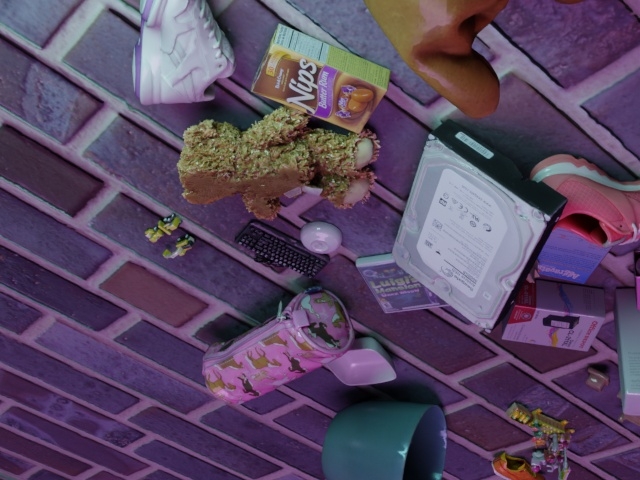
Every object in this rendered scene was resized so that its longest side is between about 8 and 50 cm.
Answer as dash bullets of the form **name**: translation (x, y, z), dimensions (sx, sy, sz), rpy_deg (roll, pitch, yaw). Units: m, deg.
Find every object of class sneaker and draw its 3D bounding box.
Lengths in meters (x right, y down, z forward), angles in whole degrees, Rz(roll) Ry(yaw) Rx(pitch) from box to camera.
- **sneaker**: translation (0.534, 0.613, 2.286), dimensions (0.175, 0.064, 0.067), rpy_deg (26, 130, -23)
- **sneaker**: translation (0.490, -0.033, 1.409), dimensions (0.314, 0.136, 0.116), rpy_deg (12, 143, -3)
- **sneaker**: translation (-0.189, -0.313, 1.254), dimensions (0.152, 0.114, 0.305), rpy_deg (4, 148, -14)

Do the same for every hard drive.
- **hard drive**: translation (0.250, -0.013, 1.456), dimensions (0.237, 0.064, 0.339), rpy_deg (39, 148, 19)

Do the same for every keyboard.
- **keyboard**: translation (-0.082, 0.027, 1.710), dimensions (0.180, 0.023, 0.108), rpy_deg (27, 139, -19)

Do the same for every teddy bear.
- **teddy bear**: translation (-0.065, -0.134, 1.453), dimensions (0.338, 0.113, 0.245), rpy_deg (-8, 147, 10)

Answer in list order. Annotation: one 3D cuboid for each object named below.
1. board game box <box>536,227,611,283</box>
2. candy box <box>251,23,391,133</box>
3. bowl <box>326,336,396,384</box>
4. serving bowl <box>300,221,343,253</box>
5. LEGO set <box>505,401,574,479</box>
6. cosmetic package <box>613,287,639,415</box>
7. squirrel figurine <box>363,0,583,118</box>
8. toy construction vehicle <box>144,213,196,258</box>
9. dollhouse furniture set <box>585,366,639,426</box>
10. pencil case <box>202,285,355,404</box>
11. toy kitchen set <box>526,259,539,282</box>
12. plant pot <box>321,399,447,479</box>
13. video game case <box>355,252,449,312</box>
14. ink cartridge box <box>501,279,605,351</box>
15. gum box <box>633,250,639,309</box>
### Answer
- **board game box**: translation (0.373, 0.001, 1.568), dimensions (0.281, 0.027, 0.145), rpy_deg (13, 141, -4)
- **candy box**: translation (0.000, -0.244, 1.322), dimensions (0.187, 0.053, 0.109), rpy_deg (21, 142, -11)
- **bowl**: translation (0.092, 0.266, 1.950), dimensions (0.142, 0.053, 0.142), rpy_deg (-11, 138, 27)
- **serving bowl**: translation (0.000, 0.000, 1.652), dimensions (0.083, 0.027, 0.083), rpy_deg (7, 143, 5)
- **LEGO set**: translation (0.546, 0.500, 2.099), dimensions (0.132, 0.107, 0.287), rpy_deg (-10, 138, 24)
- **cosmetic package**: translation (0.612, 0.203, 1.603), dimensions (0.117, 0.231, 0.085), rpy_deg (0, 141, 14)
- **squirrel figurine**: translation (0.178, -0.403, 0.912), dimensions (0.397, 0.281, 0.370), rpy_deg (32, 131, -29)
- **toy construction vehicle**: translation (-0.297, -0.003, 1.710), dimensions (0.098, 0.035, 0.086), rpy_deg (-20, 133, 33)
- **dollhouse furniture set**: translation (0.794, 0.364, 1.927), dimensions (0.355, 0.174, 0.303), rpy_deg (26, 164, 28)
- **pencil case**: translation (-0.102, 0.236, 1.873), dimensions (0.167, 0.160, 0.386), rpy_deg (52, 133, -4)
- **toy kitchen set**: translation (0.347, 0.050, 1.558), dimensions (0.075, 0.068, 0.083), rpy_deg (-15, 136, 29)
- **plant pot**: translation (0.144, 0.520, 2.087), dimensions (0.235, 0.293, 0.293), rpy_deg (7, 144, 28)
- **video game case**: translation (0.188, 0.081, 1.716), dimensions (0.190, 0.022, 0.173), rpy_deg (-9, 138, 23)
- **ink cartridge box**: translation (0.454, 0.145, 1.695), dimensions (0.175, 0.072, 0.127), rpy_deg (8, 142, 4)
- **gum box**: translation (0.665, 0.068, 1.557), dimensions (0.188, 0.062, 0.107), rpy_deg (-4, 140, 18)
